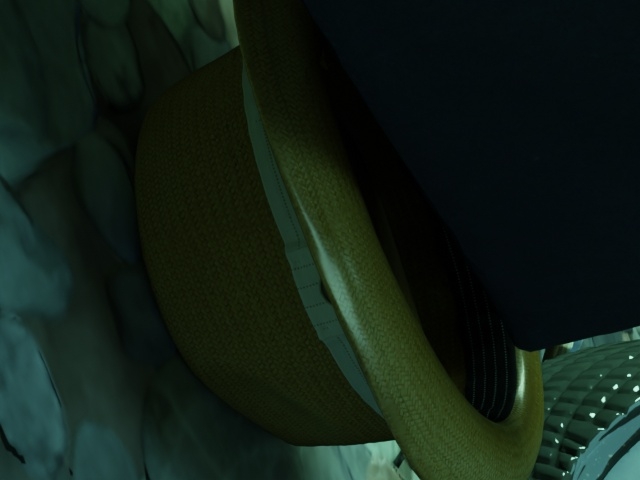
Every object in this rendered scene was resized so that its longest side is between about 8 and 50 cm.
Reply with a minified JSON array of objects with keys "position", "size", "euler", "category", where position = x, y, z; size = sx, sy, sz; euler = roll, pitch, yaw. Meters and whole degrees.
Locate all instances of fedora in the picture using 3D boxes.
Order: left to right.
[{"position":[0.000,0.000,0.527],"size":[0.194,0.079,0.194],"euler":[51,27,-40],"category":"fedora"}]

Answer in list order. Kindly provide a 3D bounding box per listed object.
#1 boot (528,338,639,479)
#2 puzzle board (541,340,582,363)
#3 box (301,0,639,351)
[{"position":[0.093,0.142,0.633],"size":[0.246,0.083,0.161],"euler":[-34,110,-50],"category":"boot"},{"position":[0.117,0.022,0.794],"size":[0.096,0.011,0.128],"euler":[99,11,-56],"category":"puzzle board"},{"position":[0.073,-0.174,0.471],"size":[0.294,0.183,0.296],"euler":[52,28,-51],"category":"box"}]
